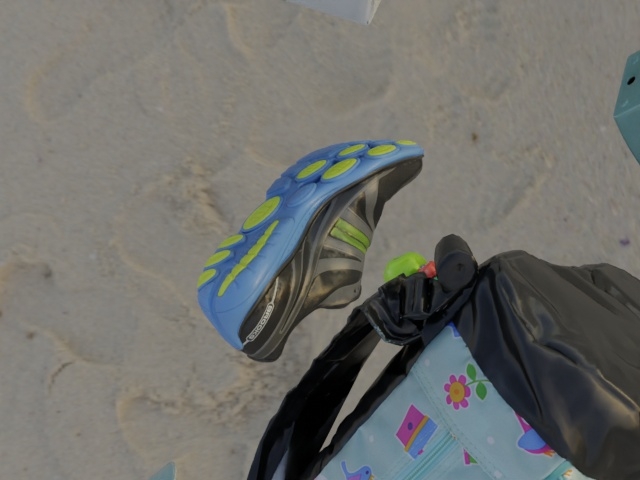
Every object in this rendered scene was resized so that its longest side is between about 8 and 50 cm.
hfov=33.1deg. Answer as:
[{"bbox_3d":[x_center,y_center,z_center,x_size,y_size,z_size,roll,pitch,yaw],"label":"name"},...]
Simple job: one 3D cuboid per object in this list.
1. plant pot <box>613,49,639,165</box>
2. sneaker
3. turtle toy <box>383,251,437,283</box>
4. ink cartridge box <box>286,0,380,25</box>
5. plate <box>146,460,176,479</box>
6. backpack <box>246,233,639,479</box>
[{"bbox_3d":[0.483,-0.143,1.316,0.165,0.234,0.166,-26,36,53],"label":"plant pot"},{"bbox_3d":[0.000,0.000,0.665,0.067,0.078,0.188,6,43,45],"label":"sneaker"},{"bbox_3d":[0.113,0.049,0.994,0.130,0.095,0.066,11,84,35],"label":"turtle toy"},{"bbox_3d":[0.006,-0.298,0.893,0.154,0.093,0.212,18,54,8],"label":"ink cartridge box"},{"bbox_3d":[-0.180,0.285,0.975,0.024,0.188,0.188,26,94,-11],"label":"plate"},{"bbox_3d":[0.053,0.096,0.393,0.182,0.152,0.115,-51,52,22],"label":"backpack"}]
